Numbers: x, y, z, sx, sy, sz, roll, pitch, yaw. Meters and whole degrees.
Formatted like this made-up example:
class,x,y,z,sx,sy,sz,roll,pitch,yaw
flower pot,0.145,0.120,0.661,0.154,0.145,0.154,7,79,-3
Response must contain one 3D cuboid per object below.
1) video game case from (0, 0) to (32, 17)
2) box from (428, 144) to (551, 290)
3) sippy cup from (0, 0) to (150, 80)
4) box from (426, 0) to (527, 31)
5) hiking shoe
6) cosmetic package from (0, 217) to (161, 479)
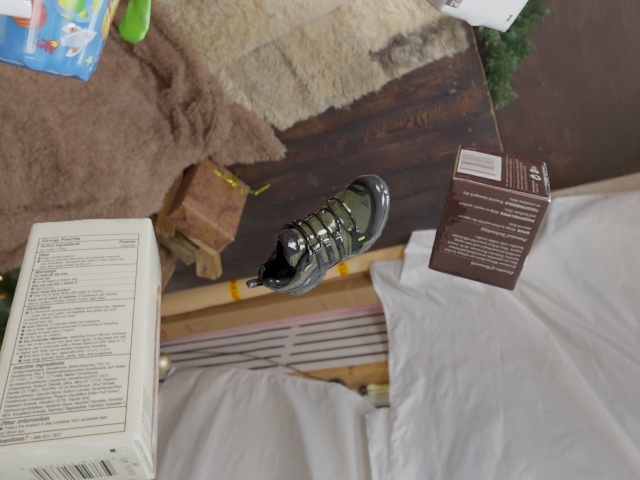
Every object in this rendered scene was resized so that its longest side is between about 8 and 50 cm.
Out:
class,x,y,z,sx,sy,sz,roll,pitch,yaw
video game case,-0.353,-0.251,0.498,0.143,0.157,0.019,-2,128,-29
box,0.316,-0.048,1.016,0.167,0.168,0.203,14,124,10
sippy cup,-0.370,-0.340,0.702,0.305,0.240,0.224,9,106,-29
box,0.254,-0.444,0.821,0.181,0.119,0.182,-5,141,-38
hiking shoe,0.000,0.000,0.722,0.227,0.114,0.086,-47,70,21
cosmetic package,-0.273,0.124,0.634,0.153,0.296,0.129,-3,140,-9
